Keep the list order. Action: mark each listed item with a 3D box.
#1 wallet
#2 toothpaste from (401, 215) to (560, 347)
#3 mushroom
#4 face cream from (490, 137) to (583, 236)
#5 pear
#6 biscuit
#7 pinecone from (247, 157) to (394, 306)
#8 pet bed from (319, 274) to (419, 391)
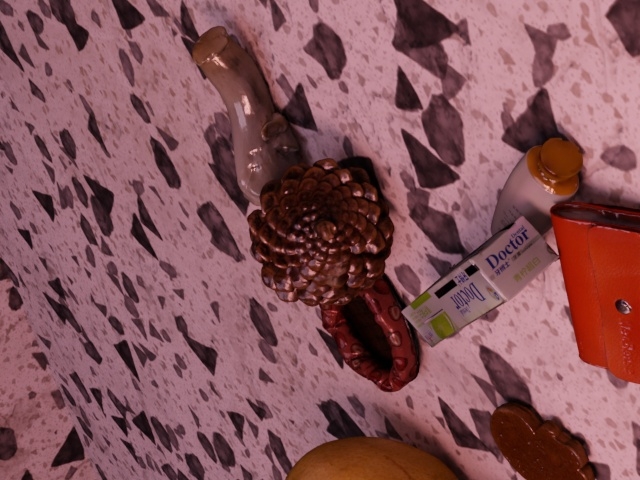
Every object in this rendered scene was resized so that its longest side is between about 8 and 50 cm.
[{"bbox_3d":[0.316,0.059,1.604,0.142,0.045,0.204,13,132,38],"label":"wallet"},{"bbox_3d":[0.175,0.052,1.752,0.067,0.081,0.336,48,165,3],"label":"toothpaste"},{"bbox_3d":[-0.095,-0.156,2.063,0.099,0.096,0.278,9,122,56],"label":"mushroom"},{"bbox_3d":[0.231,-0.047,1.655,0.072,0.051,0.182,48,154,13],"label":"face cream"},{"bbox_3d":[0.080,0.430,2.173,0.314,0.314,0.314,41,150,31],"label":"pear"},{"bbox_3d":[0.281,0.265,1.940,0.175,0.026,0.124,17,134,54],"label":"biscuit"},{"bbox_3d":[0.000,0.002,1.975,0.185,0.169,0.212,8,148,3],"label":"pinecone"},{"bbox_3d":[0.064,0.114,2.126,0.201,0.053,0.201,42,146,37],"label":"pet bed"}]
